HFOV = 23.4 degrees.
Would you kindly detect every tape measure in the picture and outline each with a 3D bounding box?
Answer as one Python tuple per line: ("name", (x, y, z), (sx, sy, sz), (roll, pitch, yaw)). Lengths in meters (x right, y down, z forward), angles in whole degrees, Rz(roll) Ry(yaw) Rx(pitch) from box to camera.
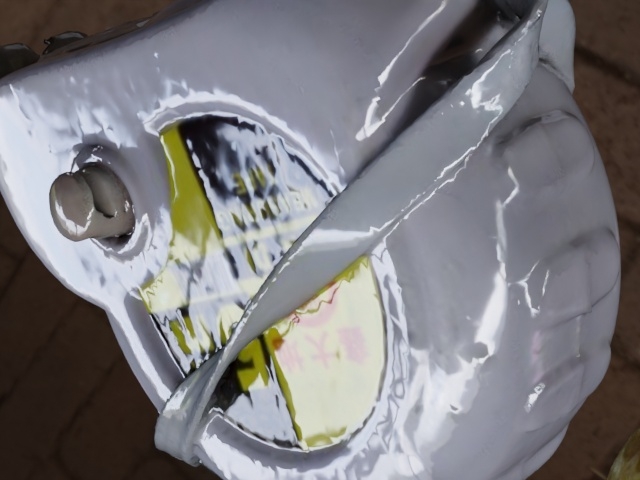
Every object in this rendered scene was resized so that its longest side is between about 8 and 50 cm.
("tape measure", (0.000, 0.000, 0.503), (0.236, 0.120, 0.197), (-13, 98, 47))

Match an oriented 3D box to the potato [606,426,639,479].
("potato", (0.131, 0.082, 0.520), (0.103, 0.096, 0.066), (-14, 89, 63))
